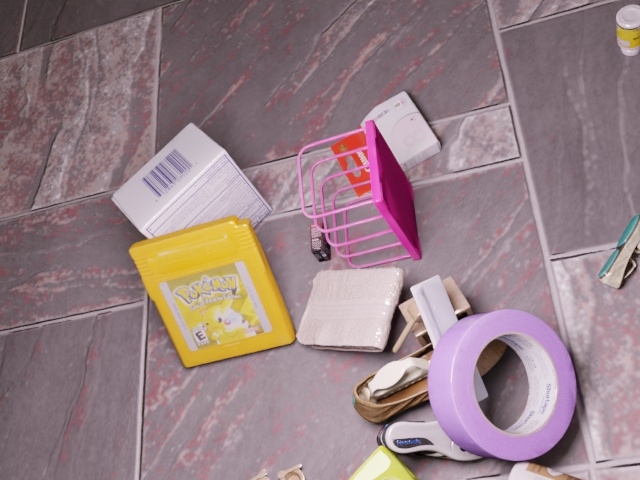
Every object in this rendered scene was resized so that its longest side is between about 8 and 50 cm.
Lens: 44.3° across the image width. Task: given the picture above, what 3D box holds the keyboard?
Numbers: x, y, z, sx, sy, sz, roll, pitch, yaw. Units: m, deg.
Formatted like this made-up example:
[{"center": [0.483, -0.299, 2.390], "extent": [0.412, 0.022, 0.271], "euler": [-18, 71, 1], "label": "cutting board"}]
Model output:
[{"center": [0.249, 0.196, 1.514], "extent": [0.072, 0.014, 0.256], "euler": [-22, 90, -31], "label": "keyboard"}]

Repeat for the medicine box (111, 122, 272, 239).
[{"center": [-0.300, -0.086, 1.889], "extent": [0.263, 0.289, 0.149], "euler": [-45, 57, -6], "label": "medicine box"}]

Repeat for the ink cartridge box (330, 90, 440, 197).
[{"center": [0.153, -0.239, 1.935], "extent": [0.232, 0.066, 0.189], "euler": [-27, 58, 1], "label": "ink cartridge box"}]

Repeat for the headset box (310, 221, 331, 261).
[{"center": [0.000, 0.000, 1.864], "extent": [0.032, 0.062, 0.083], "euler": [-12, 61, 15], "label": "headset box"}]

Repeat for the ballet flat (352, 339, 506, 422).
[{"center": [0.211, 0.255, 1.577], "extent": [0.342, 0.124, 0.116], "euler": [-26, 56, 8], "label": "ballet flat"}]

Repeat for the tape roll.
[{"center": [0.342, 0.270, 1.477], "extent": [0.275, 0.090, 0.274], "euler": [4, 78, -21], "label": "tape roll"}]

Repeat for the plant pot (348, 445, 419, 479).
[{"center": [0.131, 0.541, 1.442], "extent": [0.207, 0.228, 0.227], "euler": [39, 82, 25], "label": "plant pot"}]

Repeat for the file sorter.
[{"center": [0.088, -0.085, 1.742], "extent": [0.182, 0.290, 0.202], "euler": [-14, 60, 18], "label": "file sorter"}]

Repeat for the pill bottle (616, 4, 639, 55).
[{"center": [0.712, -0.479, 1.801], "extent": [0.065, 0.116, 0.065], "euler": [-9, 62, 17], "label": "pill bottle"}]

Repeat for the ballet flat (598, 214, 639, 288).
[{"center": [0.632, 0.026, 1.618], "extent": [0.052, 0.057, 0.168], "euler": [34, 82, 3], "label": "ballet flat"}]

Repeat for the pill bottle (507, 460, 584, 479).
[{"center": [0.447, 0.488, 1.394], "extent": [0.229, 0.131, 0.131], "euler": [14, 70, 27], "label": "pill bottle"}]

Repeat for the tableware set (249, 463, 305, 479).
[{"center": [-0.087, 0.552, 1.636], "extent": [0.141, 0.020, 0.168], "euler": [-22, 58, 9], "label": "tableware set"}]

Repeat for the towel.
[{"center": [0.058, 0.147, 1.706], "extent": [0.282, 0.049, 0.187], "euler": [-7, 59, 50], "label": "towel"}]

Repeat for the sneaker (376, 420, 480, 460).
[{"center": [0.219, 0.392, 1.568], "extent": [0.217, 0.121, 0.079], "euler": [8, 76, -12], "label": "sneaker"}]

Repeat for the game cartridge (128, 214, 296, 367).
[{"center": [-0.240, 0.119, 1.766], "extent": [0.285, 0.323, 0.052], "euler": [-15, 24, 14], "label": "game cartridge"}]

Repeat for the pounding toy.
[{"center": [0.212, 0.152, 1.616], "extent": [0.181, 0.206, 0.094], "euler": [-30, 57, 5], "label": "pounding toy"}]
